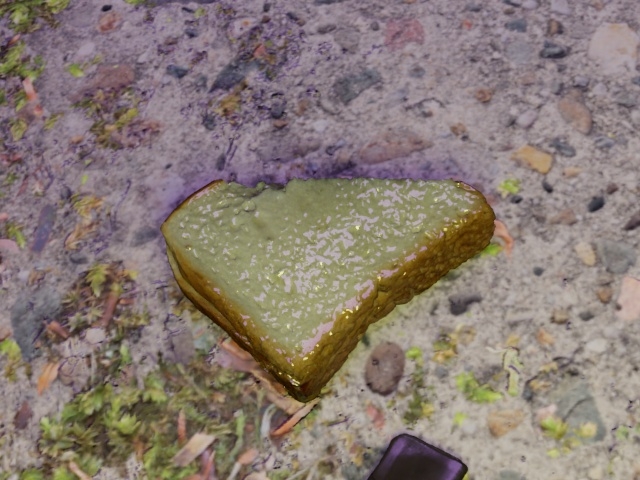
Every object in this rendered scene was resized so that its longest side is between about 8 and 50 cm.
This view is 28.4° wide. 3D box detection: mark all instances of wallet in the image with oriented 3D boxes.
[{"bbox_3d":[0.066,0.254,1.168,0.082,0.018,0.156,25,66,28],"label":"wallet"}]

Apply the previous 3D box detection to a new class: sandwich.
[{"bbox_3d":[-0.001,-0.003,1.314,0.288,0.099,0.254,-38,56,-12],"label":"sandwich"}]
